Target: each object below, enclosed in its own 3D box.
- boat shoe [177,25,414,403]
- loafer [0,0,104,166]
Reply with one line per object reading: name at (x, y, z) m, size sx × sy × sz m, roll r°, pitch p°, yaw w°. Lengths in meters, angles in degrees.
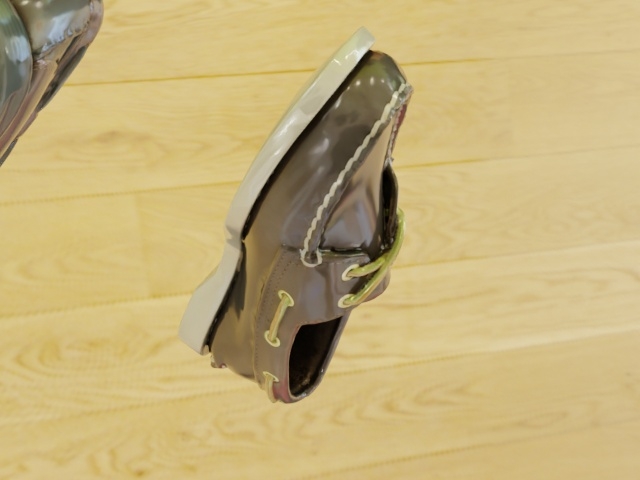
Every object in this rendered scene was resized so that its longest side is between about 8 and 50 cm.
boat shoe at (0.000, 0.000, 0.520) m, size 0.069 × 0.227 × 0.081 m, roll 37°, pitch 58°, yaw 6°
loafer at (-0.195, -0.044, 0.623) m, size 0.084 × 0.267 × 0.096 m, roll -30°, pitch 87°, yaw -48°
